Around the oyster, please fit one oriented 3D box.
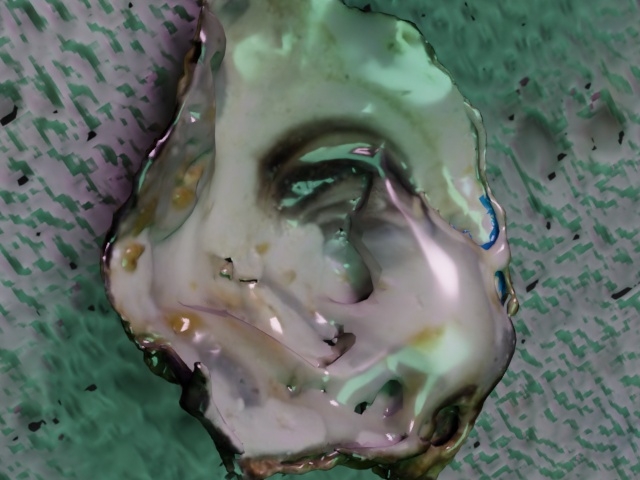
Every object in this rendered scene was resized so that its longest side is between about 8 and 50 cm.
[{"bbox_3d":[0.000,0.000,0.694,0.214,0.083,0.223,16,83,-35],"label":"oyster"}]
